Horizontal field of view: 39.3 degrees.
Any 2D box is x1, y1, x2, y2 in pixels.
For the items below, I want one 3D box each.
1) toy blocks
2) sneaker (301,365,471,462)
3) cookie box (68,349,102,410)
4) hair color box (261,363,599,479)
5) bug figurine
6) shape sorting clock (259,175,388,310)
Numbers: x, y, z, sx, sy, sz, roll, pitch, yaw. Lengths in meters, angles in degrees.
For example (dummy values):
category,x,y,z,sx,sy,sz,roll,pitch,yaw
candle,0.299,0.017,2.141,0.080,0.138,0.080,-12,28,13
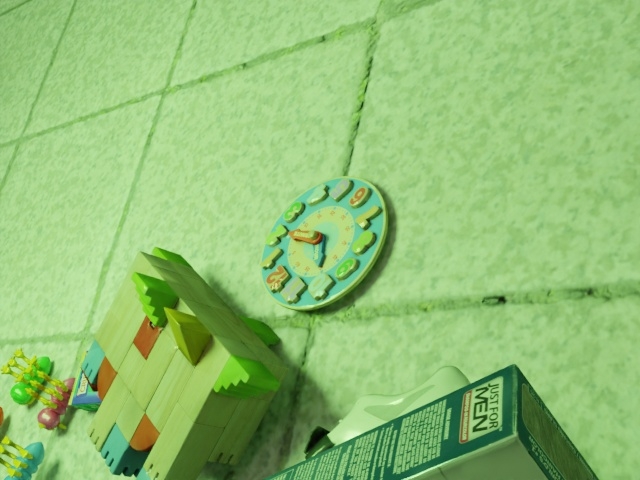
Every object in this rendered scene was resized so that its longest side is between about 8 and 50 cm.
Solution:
category,x,y,z,sx,sy,sz,roll,pitch,yaw
toy blocks,-0.207,0.197,1.190,0.381,0.190,0.261,39,103,48
sneaker,0.043,0.248,0.965,0.330,0.122,0.146,-33,27,23
cookie box,-0.327,0.212,1.369,0.107,0.040,0.092,-13,56,38
hair color box,0.073,0.270,0.820,0.347,0.174,0.105,-30,17,25
bug figurine,-0.482,0.292,1.435,0.279,0.072,0.216,15,68,52
shape sorting clock,0.000,0.000,1.209,0.206,0.040,0.206,-23,50,31
